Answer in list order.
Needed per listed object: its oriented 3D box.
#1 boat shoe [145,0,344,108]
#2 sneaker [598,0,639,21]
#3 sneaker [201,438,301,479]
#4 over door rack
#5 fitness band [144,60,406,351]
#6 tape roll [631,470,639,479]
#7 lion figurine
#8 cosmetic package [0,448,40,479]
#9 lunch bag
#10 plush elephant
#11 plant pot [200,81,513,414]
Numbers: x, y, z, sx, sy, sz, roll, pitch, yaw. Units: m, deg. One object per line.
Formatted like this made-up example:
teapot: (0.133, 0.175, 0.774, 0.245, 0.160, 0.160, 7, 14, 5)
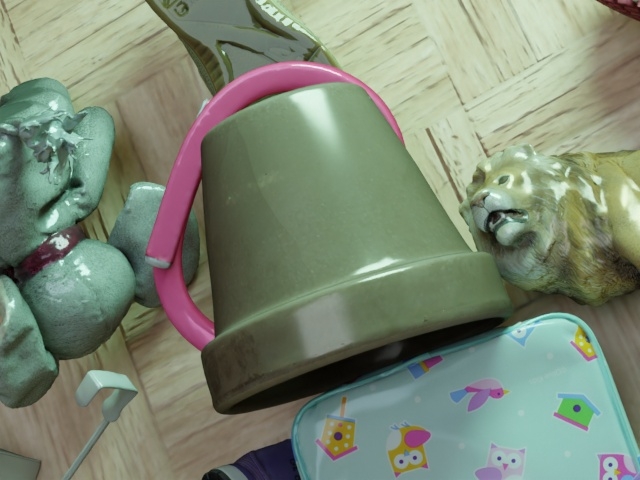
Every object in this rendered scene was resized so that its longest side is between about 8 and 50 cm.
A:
boat shoe: (-0.052, -0.167, 1.713, 0.122, 0.110, 0.341, -34, 83, 7)
sneaker: (0.338, -0.233, 1.515, 0.299, 0.121, 0.112, 9, 86, 47)
sneaker: (0.009, 0.308, 1.560, 0.107, 0.124, 0.283, -20, 90, 60)
over door rack: (-0.166, 0.305, 1.604, 0.239, 0.108, 0.324, 48, 125, 27)
fitness band: (-0.038, -0.021, 1.636, 0.209, 0.054, 0.291, 21, 101, 1)
tape roll: (0.337, 0.183, 1.349, 0.275, 0.275, 0.090, -42, 64, 9)
lion figurine: (0.317, -0.059, 1.500, 0.392, 0.142, 0.240, -34, 53, 7)
cosmetic package: (-0.464, 0.354, 1.768, 0.284, 0.097, 0.377, 13, 82, 24)
lunch bag: (0.122, 0.198, 1.496, 0.279, 0.108, 0.224, -20, 84, 1)
plush elephant: (-0.271, 0.002, 1.709, 0.330, 0.272, 0.255, 5, 118, 57)
plant pot: (0.000, 0.000, 1.509, 0.263, 0.263, 0.229, -23, 81, 17)
